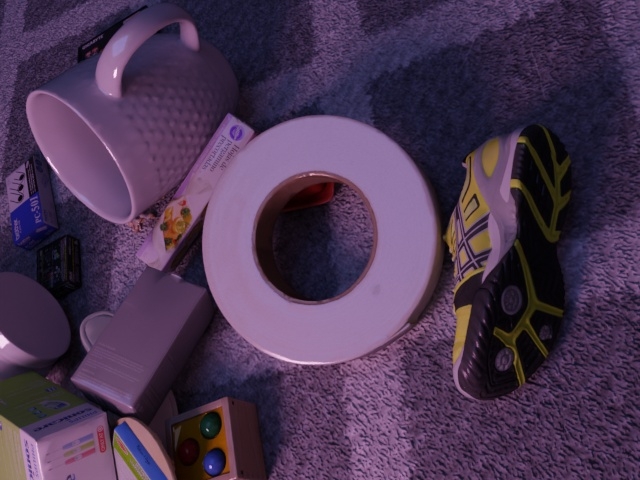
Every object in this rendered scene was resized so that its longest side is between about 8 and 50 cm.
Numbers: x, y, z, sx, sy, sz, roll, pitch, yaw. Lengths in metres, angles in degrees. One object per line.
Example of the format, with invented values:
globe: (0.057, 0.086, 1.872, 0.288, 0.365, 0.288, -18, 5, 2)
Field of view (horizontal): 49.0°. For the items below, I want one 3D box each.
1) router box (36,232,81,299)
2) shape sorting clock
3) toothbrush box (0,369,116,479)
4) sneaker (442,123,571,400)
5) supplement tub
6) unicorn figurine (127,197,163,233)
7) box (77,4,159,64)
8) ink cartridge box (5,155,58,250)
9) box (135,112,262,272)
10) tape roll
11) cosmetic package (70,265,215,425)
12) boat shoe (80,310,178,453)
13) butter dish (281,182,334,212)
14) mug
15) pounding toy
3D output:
router box: (-0.557, 0.059, 1.494, 0.092, 0.038, 0.122, -25, 59, 21)
shape sorting clock: (-0.275, 0.375, 1.098, 0.206, 0.040, 0.206, 19, 116, 44)
toothbrush box: (-0.465, 0.362, 1.176, 0.283, 0.122, 0.206, 8, 108, 46)
sneaker: (0.247, 0.033, 0.986, 0.147, 0.145, 0.384, -6, 64, 56)
supplement tub: (-0.679, 0.231, 1.371, 0.325, 0.235, 0.235, -36, 56, 14)
unicorn figurine: (-0.365, -0.103, 1.435, 0.111, 0.060, 0.162, 37, 88, 32)
box: (-0.472, -0.425, 1.643, 0.220, 0.051, 0.175, -22, 60, 22)
ink cartridge box: (-0.666, -0.087, 1.618, 0.097, 0.046, 0.207, -34, 56, 16)
box: (-0.224, -0.084, 1.301, 0.063, 0.067, 0.324, 37, 99, 8)
tape roll: (0.000, 0.000, 1.098, 0.392, 0.072, 0.391, -2, 84, 20)
cosmetic package: (-0.293, 0.175, 1.190, 0.127, 0.107, 0.238, 21, 58, 17)
boat shoe: (-0.343, 0.275, 1.257, 0.319, 0.116, 0.099, 55, 147, 27)
butter dish: (-0.064, -0.142, 1.235, 0.160, 0.118, 0.159, -10, 64, 28)
mug: (-0.311, -0.260, 1.270, 0.276, 0.374, 0.328, 39, 58, 12)
pounding toy: (-0.185, 0.375, 1.100, 0.181, 0.094, 0.205, -24, 59, 20)
